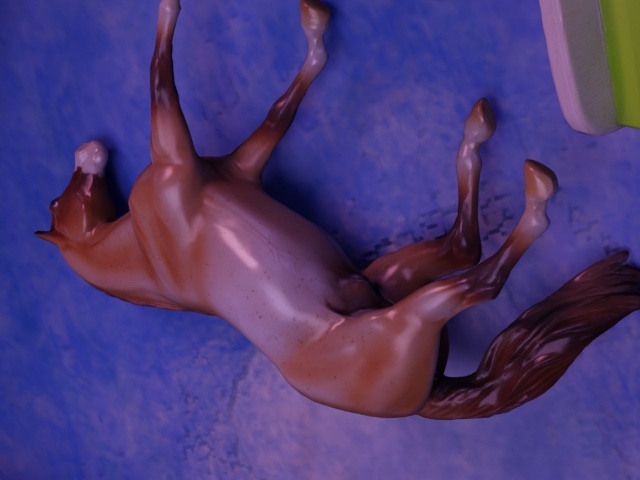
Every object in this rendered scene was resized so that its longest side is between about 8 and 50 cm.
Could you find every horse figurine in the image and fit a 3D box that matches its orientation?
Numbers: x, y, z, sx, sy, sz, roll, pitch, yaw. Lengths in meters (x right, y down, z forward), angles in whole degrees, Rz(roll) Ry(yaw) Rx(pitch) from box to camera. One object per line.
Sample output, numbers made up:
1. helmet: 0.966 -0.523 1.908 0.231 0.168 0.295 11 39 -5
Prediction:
1. horse figurine: 0.000 0.000 0.774 0.263 0.066 0.174 31 118 13

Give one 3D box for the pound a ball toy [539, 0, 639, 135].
1. pound a ball toy: 0.114 -0.197 0.600 0.208 0.136 0.319 17 127 51
